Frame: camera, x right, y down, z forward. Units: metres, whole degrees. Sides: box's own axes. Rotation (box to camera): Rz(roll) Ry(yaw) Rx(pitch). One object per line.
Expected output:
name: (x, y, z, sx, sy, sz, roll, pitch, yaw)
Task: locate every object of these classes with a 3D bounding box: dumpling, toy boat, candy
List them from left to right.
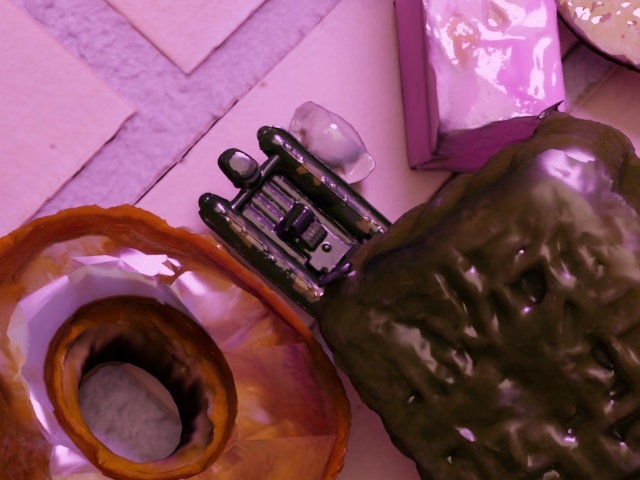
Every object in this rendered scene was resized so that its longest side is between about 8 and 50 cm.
toy boat: (0.000, 0.000, 1.358, 0.210, 0.052, 0.104, 41, 73, -1)
dumpling: (0.004, -0.074, 1.390, 0.077, 0.043, 0.059, 41, 92, -10)
candy: (0.122, -0.193, 1.372, 0.116, 0.155, 0.265, -1, 76, -9)

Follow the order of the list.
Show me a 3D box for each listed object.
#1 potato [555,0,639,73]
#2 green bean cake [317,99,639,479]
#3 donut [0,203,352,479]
potato: (0.304, -0.271, 1.432, 0.239, 0.116, 0.299, 25, 83, 4)
green bean cake: (0.158, 0.064, 1.236, 0.250, 0.156, 0.247, -33, 96, 22)
donut: (-0.140, 0.125, 1.260, 0.330, 0.160, 0.330, 1, 75, -5)
